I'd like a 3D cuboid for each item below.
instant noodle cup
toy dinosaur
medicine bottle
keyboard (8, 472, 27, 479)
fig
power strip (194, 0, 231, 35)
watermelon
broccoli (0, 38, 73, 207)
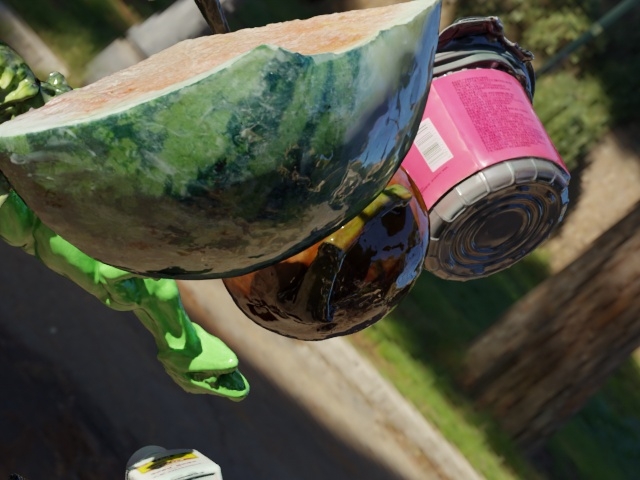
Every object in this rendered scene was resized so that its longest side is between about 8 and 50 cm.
[{"bbox_3d":[0.156,-0.074,1.603,0.302,0.258,0.181,97,-28,-51],"label":"instant noodle cup"},{"bbox_3d":[-0.310,-0.019,1.605,0.500,0.144,0.374,14,-41,35],"label":"toy dinosaur"},{"bbox_3d":[-0.141,0.229,1.363,0.118,0.074,0.055,-167,-115,-66],"label":"medicine bottle"},{"bbox_3d":[-0.275,0.294,1.499,0.204,0.013,0.061,59,30,-62],"label":"keyboard"},{"bbox_3d":[-0.001,0.000,1.262,0.205,0.205,0.205,50,9,-11],"label":"fig"},{"bbox_3d":[-0.177,-0.309,1.280,0.257,0.092,0.251,59,-11,30],"label":"power strip"},{"bbox_3d":[-0.048,-0.075,0.993,0.256,0.260,0.176,31,54,-57],"label":"watermelon"},{"bbox_3d":[-0.308,-0.047,1.111,0.263,0.247,0.243,51,34,-60],"label":"broccoli"}]
